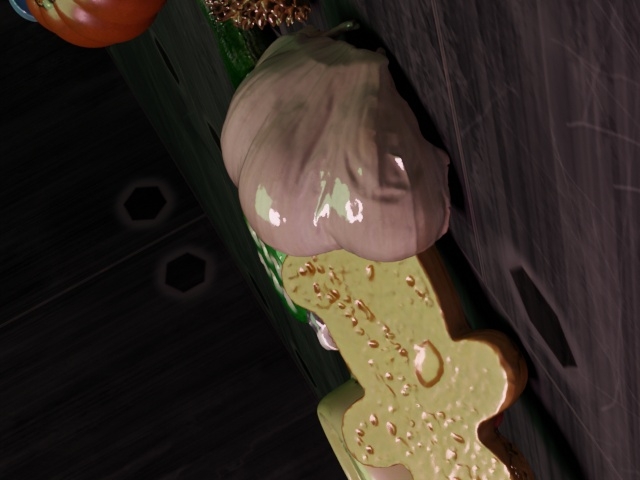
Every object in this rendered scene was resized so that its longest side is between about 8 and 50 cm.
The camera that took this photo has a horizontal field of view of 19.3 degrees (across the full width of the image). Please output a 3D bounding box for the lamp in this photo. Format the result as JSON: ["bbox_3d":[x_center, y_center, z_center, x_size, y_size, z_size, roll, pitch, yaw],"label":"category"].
[{"bbox_3d":[-0.267,-0.336,2.200,0.223,0.196,0.223,14,109,46],"label":"lamp"}]

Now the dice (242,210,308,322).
[{"bbox_3d":[0.000,0.000,1.907,0.128,0.120,0.131,55,170,48],"label":"dice"}]

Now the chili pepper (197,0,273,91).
[{"bbox_3d":[-0.099,-0.247,1.953,0.088,0.059,0.227,93,152,-69],"label":"chili pepper"}]

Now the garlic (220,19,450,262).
[{"bbox_3d":[-0.006,-0.070,1.495,0.229,0.143,0.178,48,156,49],"label":"garlic"}]

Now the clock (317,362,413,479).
[{"bbox_3d":[0.101,0.288,2.344,0.348,0.117,0.286,62,173,-1],"label":"clock"}]

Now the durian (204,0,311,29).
[{"bbox_3d":[-0.077,-0.238,1.633,0.148,0.091,0.188,62,175,-1],"label":"durian"}]

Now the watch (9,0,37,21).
[{"bbox_3d":[-0.298,-0.386,2.429,0.211,0.211,0.193,61,153,3],"label":"watch"}]

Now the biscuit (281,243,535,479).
[{"bbox_3d":[0.091,0.118,1.614,0.216,0.047,0.339,-39,76,45],"label":"biscuit"}]

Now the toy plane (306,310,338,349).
[{"bbox_3d":[0.031,-0.010,1.719,0.204,0.103,0.316,15,138,40],"label":"toy plane"}]
